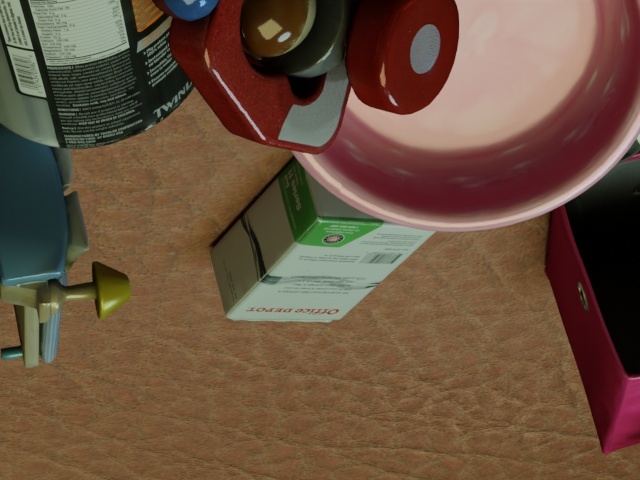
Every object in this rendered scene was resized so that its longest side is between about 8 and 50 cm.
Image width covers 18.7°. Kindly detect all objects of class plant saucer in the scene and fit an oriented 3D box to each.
[{"bbox_3d":[0.117,-0.165,1.620,0.332,0.084,0.332,-1,123,-2],"label":"plant saucer"}]

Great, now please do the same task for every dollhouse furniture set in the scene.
[{"bbox_3d":[-0.185,-0.028,1.615,0.198,0.303,0.286,-8,154,-12],"label":"dollhouse furniture set"}]

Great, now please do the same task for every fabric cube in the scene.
[{"bbox_3d":[0.407,0.058,2.175,0.259,0.254,0.258,-14,156,-4],"label":"fabric cube"}]

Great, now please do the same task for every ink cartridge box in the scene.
[{"bbox_3d":[0.000,0.000,2.023,0.153,0.086,0.208,3,148,-34],"label":"ink cartridge box"}]

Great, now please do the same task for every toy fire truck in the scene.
[{"bbox_3d":[-0.020,-0.217,1.329,0.169,0.302,0.254,20,-174,35],"label":"toy fire truck"}]

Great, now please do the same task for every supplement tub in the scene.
[{"bbox_3d":[-0.182,-0.216,1.363,0.194,0.193,0.316,-12,154,-5],"label":"supplement tub"}]

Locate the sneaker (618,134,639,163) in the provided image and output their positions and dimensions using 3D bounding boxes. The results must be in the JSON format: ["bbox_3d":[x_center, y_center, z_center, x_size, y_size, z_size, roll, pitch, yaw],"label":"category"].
[{"bbox_3d":[0.327,-0.169,1.839,0.331,0.122,0.146,-18,152,-14],"label":"sneaker"}]
